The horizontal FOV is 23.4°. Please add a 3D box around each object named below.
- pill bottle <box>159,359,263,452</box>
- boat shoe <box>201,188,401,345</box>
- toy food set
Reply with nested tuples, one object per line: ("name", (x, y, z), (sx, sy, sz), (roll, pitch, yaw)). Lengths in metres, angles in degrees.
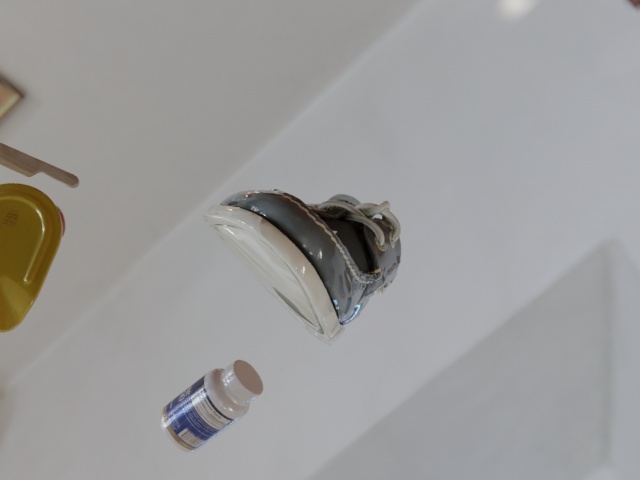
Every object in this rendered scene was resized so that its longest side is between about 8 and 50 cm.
("pill bottle", (-0.126, 0.192, 1.814), (0.067, 0.120, 0.067), (41, -154, -24))
("boat shoe", (0.000, 0.000, 1.049), (0.116, 0.099, 0.319), (44, 176, 9))
("toy food set", (-0.351, 0.011, 1.757), (0.128, 0.218, 0.071), (16, 158, 12))
